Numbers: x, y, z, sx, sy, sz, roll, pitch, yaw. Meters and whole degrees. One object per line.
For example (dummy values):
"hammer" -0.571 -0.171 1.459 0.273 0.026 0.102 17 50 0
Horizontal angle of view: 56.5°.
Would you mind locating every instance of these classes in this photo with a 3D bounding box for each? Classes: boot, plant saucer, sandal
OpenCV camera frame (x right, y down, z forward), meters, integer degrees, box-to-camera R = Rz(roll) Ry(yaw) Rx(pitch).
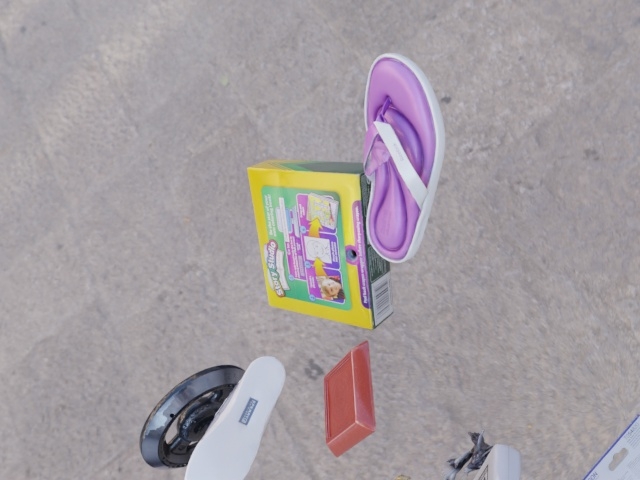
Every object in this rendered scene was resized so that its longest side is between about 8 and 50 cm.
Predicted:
"boot" -0.103 0.237 0.735 0.069 0.086 0.190 32 60 3
"plant saucer" 0.070 0.445 1.676 0.259 0.047 0.258 125 150 -48
"sandal" 0.135 -0.125 1.096 0.169 0.102 0.416 21 129 37

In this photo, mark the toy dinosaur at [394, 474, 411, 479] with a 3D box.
"toy dinosaur" 0.173 0.676 1.588 0.183 0.092 0.053 -49 53 8

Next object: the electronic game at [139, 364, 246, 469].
"electronic game" -0.216 0.318 1.068 0.048 0.229 0.229 38 94 37

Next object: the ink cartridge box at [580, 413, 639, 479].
"ink cartridge box" 0.692 0.532 1.288 0.223 0.045 0.224 -40 83 -13

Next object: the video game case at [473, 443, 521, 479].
"video game case" 0.095 0.285 0.423 0.023 0.193 0.212 18 127 7

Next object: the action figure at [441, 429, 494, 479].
"action figure" 0.375 0.557 1.370 0.141 0.276 0.164 -33 35 -11

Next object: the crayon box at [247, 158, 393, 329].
"crayon box" 0.000 0.000 1.389 0.313 0.106 0.363 9 115 36
